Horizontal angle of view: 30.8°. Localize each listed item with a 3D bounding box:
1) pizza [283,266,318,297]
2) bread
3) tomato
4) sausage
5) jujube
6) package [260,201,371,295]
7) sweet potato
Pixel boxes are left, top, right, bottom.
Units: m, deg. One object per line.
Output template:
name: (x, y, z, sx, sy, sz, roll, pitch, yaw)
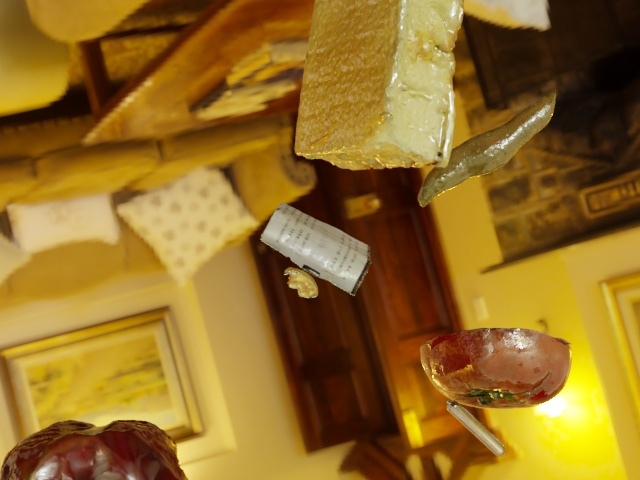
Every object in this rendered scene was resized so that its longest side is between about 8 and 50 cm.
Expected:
pizza: (-0.031, 0.068, 1.860, 0.037, 0.083, 0.016, -46, -143, 3)
bread: (0.073, -0.221, 1.300, 0.114, 0.275, 0.185, 8, 177, -36)
tomato: (0.251, 0.191, 1.675, 0.225, 0.085, 0.225, 4, 161, 2)
sausage: (0.169, 0.204, 1.259, 0.015, 0.100, 0.015, -38, -157, 20)
jujube: (-0.301, 0.365, 1.590, 0.276, 0.276, 0.377, -15, 161, -8)
package: (0.000, 0.000, 2.167, 0.062, 0.204, 0.251, -58, -177, 21)
sweet potato: (0.258, -0.140, 1.763, 0.274, 0.067, 0.067, -35, 176, -3)
